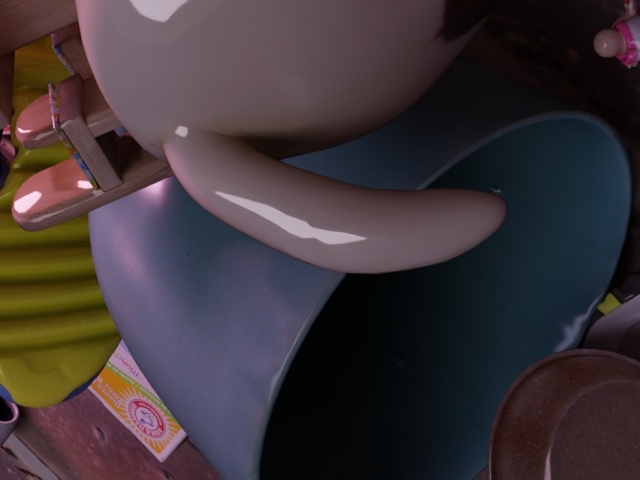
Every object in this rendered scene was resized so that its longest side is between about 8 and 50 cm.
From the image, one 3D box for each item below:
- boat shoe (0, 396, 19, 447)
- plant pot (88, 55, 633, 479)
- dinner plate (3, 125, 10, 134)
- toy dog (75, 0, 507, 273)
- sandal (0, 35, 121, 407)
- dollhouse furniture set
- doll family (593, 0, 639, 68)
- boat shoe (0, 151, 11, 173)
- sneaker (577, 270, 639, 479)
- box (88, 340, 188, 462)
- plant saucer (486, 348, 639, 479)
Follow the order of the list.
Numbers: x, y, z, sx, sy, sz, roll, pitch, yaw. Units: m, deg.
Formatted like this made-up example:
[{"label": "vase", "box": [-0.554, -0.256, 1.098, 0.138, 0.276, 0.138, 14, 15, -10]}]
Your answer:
[{"label": "boat shoe", "box": [-0.391, 0.117, 1.260, 0.227, 0.079, 0.081, 45, 126, -4]}, {"label": "plant pot", "box": [0.000, 0.000, 0.749, 0.235, 0.293, 0.293, 38, 136, 33]}, {"label": "dinner plate", "box": [-0.283, -0.154, 1.034, 0.141, 0.017, 0.141, 20, 129, 26]}, {"label": "toy dog", "box": [0.064, -0.224, 0.502, 0.395, 0.408, 0.284, 68, -173, 32]}, {"label": "sandal", "box": [-0.198, -0.029, 0.920, 0.126, 0.317, 0.138, 8, 157, -20]}, {"label": "dollhouse furniture set", "box": [-0.200, -0.143, 0.651, 0.161, 0.242, 0.212, -22, 129, 6]}, {"label": "doll family", "box": [0.261, -0.092, 0.546, 0.263, 0.163, 0.118, -21, 112, 11]}, {"label": "boat shoe", "box": [-0.299, -0.027, 1.060, 0.116, 0.097, 0.324, -33, 104, 0]}, {"label": "sneaker", "box": [0.216, 0.194, 0.777, 0.147, 0.145, 0.384, 46, 145, 44]}, {"label": "box", "box": [-0.096, 0.066, 0.978, 0.114, 0.103, 0.203, 45, 135, 4]}, {"label": "plant saucer", "box": [0.174, 0.152, 0.691, 0.198, 0.036, 0.198, 22, 118, 47]}]
